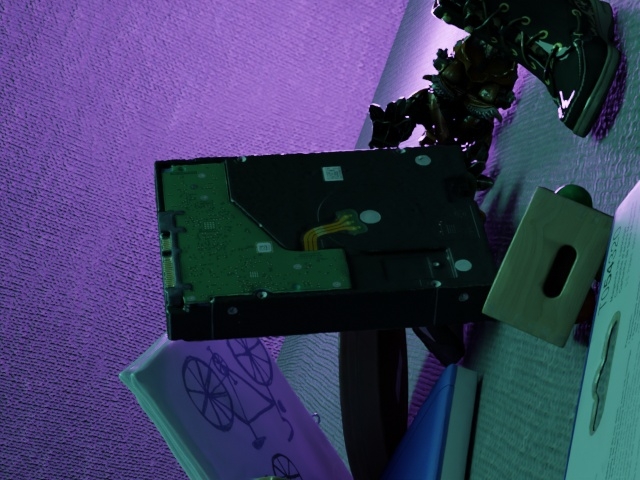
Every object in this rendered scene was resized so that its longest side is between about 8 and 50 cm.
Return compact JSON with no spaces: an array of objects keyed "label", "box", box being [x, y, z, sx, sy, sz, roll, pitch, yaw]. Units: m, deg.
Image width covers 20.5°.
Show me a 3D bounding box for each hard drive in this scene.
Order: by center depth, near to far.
[{"label":"hard drive","box":[0.084,0.301,1.716,0.318,0.040,0.210,-76,9,-48]},{"label":"hard drive","box":[0.000,0.000,1.851,0.237,0.339,0.064,-102,12,-49]}]

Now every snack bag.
[{"label":"snack bag","box":[-0.058,0.229,1.837,0.037,0.342,0.323,-33,5,18]}]

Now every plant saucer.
[{"label":"plant saucer","box":[0.062,0.142,1.957,0.278,0.041,0.277,-3,-90,-80]}]

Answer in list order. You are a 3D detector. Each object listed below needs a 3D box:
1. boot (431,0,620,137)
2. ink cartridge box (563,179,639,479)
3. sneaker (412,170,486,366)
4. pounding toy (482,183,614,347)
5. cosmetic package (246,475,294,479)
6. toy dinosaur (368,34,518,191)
[{"label":"boot","box":[0.194,-0.194,1.716,0.236,0.179,0.085,-77,10,-58]},{"label":"ink cartridge box","box":[0.241,0.039,1.053,0.330,0.071,0.324,114,173,-59]},{"label":"sneaker","box":[0.134,0.019,1.950,0.108,0.100,0.271,-21,44,19]},{"label":"pounding toy","box":[0.206,0.012,1.423,0.130,0.100,0.141,-8,-58,-80]},{"label":"cosmetic package","box":[-0.017,0.365,1.534,0.129,0.153,0.296,147,135,-72]},{"label":"toy dinosaur","box":[0.170,-0.145,2.178,0.218,0.164,0.322,-55,-26,-47]}]
